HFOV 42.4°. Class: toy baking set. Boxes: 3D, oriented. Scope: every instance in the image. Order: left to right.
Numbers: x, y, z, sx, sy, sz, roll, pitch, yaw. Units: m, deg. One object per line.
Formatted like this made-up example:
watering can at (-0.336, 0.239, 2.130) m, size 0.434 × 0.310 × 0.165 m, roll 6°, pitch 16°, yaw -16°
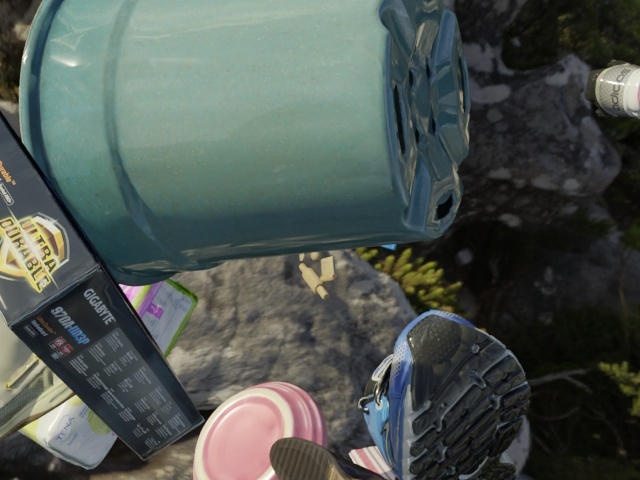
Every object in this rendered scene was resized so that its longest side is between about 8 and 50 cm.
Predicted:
toy baking set at (-0.001, 0.007, 1.774) m, size 0.030 × 0.256 × 0.196 m, roll 7°, pitch 105°, yaw -23°

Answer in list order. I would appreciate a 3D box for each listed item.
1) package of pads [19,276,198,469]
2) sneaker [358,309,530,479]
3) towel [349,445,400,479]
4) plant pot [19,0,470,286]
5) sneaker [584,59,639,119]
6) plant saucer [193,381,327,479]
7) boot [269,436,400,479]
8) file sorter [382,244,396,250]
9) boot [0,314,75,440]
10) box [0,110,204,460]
package of pads at (-0.328, 0.175, 1.230) m, size 0.101 × 0.229 × 0.296 m, roll 40°, pitch 68°, yaw -29°
sneaker at (0.088, 0.153, 0.731) m, size 0.130 × 0.330 × 0.147 m, roll -35°, pitch 58°, yaw -15°
towel at (0.170, 0.448, 1.647) m, size 0.197 × 0.144 × 0.029 m, roll -5°, pitch 104°, yaw -15°
plant pot at (-0.046, -0.122, 0.810) m, size 0.334 × 0.341 × 0.341 m, roll 0°, pitch 76°, yaw 26°
sneaker at (0.319, -0.151, 0.836) m, size 0.170 × 0.075 × 0.063 m, roll -9°, pitch 114°, yaw -52°
plant saucer at (-0.146, 0.446, 1.770) m, size 0.332 × 0.332 × 0.084 m, roll -58°, pitch 134°, yaw -19°
boot at (0.047, 0.405, 1.366) m, size 0.249 × 0.207 × 0.090 m, roll 24°, pitch 83°, yaw 22°
file sorter at (0.110, -0.075, 1.857) m, size 0.170 × 0.118 × 0.104 m, roll 18°, pitch 32°, yaw 8°
boot at (-0.363, 0.129, 0.875) m, size 0.213 × 0.077 × 0.165 m, roll -31°, pitch 99°, yaw 10°
box at (-0.156, 0.020, 0.493) m, size 0.051 × 0.220 × 0.175 m, roll -33°, pitch 61°, yaw -13°
